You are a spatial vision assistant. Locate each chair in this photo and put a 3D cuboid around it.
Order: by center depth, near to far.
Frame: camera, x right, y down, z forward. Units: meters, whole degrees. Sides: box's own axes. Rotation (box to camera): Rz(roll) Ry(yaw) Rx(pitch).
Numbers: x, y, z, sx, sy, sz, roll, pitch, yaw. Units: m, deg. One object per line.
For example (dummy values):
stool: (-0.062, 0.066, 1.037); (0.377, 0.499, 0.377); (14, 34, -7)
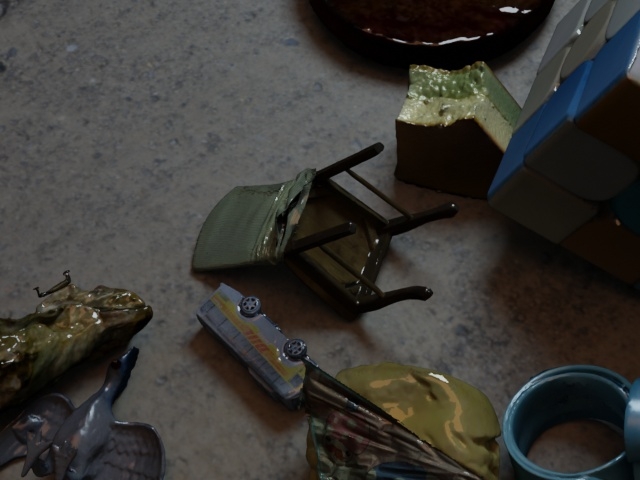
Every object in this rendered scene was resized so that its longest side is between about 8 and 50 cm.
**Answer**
chair: (0.000, 0.000, 1.382); (0.186, 0.319, 0.160); (37, 58, -28)

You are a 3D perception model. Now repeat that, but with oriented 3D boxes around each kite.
kite: (0.052, 0.318, 1.152); (0.369, 0.014, 0.405); (-16, 79, 23)

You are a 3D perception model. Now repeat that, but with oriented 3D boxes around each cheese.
cheese: (0.093, 0.251, 1.210); (0.226, 0.117, 0.213); (3, 77, 19)

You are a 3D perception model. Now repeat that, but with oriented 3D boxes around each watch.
watch: (0.316, 0.228, 1.212); (0.193, 0.211, 0.211); (1, 56, 27)

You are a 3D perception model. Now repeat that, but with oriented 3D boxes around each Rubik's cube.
Rubik's cube: (0.463, -0.157, 1.279); (0.347, 0.344, 0.346); (31, 61, -5)

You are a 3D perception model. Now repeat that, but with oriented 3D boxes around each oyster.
oyster: (-0.378, 0.134, 1.313); (0.337, 0.198, 0.133); (-24, 93, -26)

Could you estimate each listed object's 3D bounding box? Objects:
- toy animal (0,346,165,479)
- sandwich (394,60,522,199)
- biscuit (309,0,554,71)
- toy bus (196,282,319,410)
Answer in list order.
toy animal: (-0.280, 0.255, 1.266); (0.239, 0.176, 0.255); (21, 96, 18)
sandwich: (0.216, -0.146, 1.427); (0.220, 0.186, 0.108); (12, 62, 9)
biscuit: (0.174, -0.427, 1.659); (0.408, 0.091, 0.407); (-1, 56, 1)
toy bus: (-0.075, 0.135, 1.337); (0.075, 0.064, 0.190); (-41, 65, -14)
